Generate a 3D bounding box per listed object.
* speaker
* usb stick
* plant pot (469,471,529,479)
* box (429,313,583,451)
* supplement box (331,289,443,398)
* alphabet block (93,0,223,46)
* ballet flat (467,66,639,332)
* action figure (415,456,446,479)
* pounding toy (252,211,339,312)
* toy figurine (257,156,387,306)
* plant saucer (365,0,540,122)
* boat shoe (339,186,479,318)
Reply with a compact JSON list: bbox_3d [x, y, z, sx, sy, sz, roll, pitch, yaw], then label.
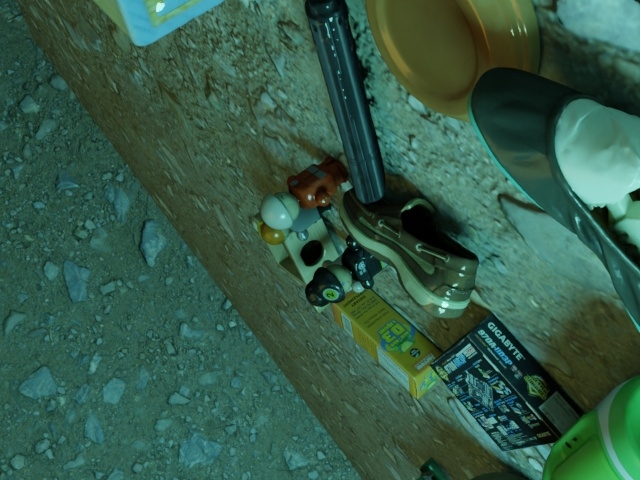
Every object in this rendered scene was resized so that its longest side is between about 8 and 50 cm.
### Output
[{"bbox_3d":[0.320,0.236,0.670,0.131,0.131,0.297,45,161,25],"label":"speaker"},{"bbox_3d":[0.034,-0.161,0.760,0.077,0.045,0.278,-88,-15,-45],"label":"usb stick"},{"bbox_3d":[0.326,0.542,1.120,0.263,0.262,0.230,19,123,62],"label":"plant pot"},{"bbox_3d":[0.254,0.213,0.925,0.175,0.051,0.220,49,163,14],"label":"box"},{"bbox_3d":[0.120,0.173,1.164,0.233,0.078,0.080,41,156,34],"label":"supplement box"},{"bbox_3d":[-0.207,-0.384,0.744,0.197,0.193,0.192,46,160,23],"label":"alphabet block"},{"bbox_3d":[0.229,-0.030,0.473,0.280,0.095,0.096,46,155,-10],"label":"ballet flat"},{"bbox_3d":[0.315,0.663,1.576,0.232,0.137,0.063,49,152,-15],"label":"action figure"},{"bbox_3d":[-0.011,0.036,1.212,0.181,0.094,0.206,32,153,52],"label":"pounding toy"},{"bbox_3d":[0.000,0.000,1.020,0.213,0.148,0.209,52,163,3],"label":"toy figurine"},{"bbox_3d":[0.103,-0.187,0.570,0.200,0.037,0.200,47,161,21],"label":"plant saucer"},{"bbox_3d":[0.116,-0.014,0.831,0.257,0.095,0.095,48,128,42],"label":"boat shoe"}]
